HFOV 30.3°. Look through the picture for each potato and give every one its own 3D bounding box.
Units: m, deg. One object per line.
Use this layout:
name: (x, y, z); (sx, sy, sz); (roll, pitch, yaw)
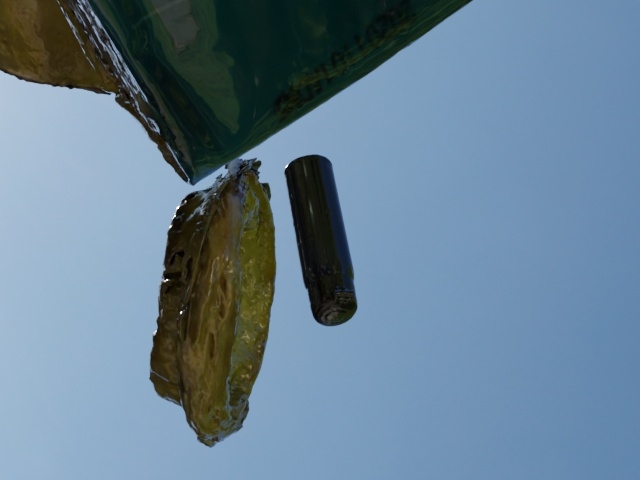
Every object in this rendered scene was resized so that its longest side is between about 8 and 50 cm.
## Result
potato: (-0.358, -0.464, 1.875); (0.442, 0.385, 0.319); (15, -46, 3)

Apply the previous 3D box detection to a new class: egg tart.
egg tart: (-0.104, 0.056, 1.125); (0.095, 0.279, 0.279); (6, -76, 7)

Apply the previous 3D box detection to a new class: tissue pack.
tissue pack: (0.003, -0.179, 0.426); (0.134, 0.271, 0.192); (41, -19, 51)

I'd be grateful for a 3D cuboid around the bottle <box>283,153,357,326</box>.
bottle: (0.000, 0.000, 1.625); (0.082, 0.072, 0.244); (124, -37, -48)
